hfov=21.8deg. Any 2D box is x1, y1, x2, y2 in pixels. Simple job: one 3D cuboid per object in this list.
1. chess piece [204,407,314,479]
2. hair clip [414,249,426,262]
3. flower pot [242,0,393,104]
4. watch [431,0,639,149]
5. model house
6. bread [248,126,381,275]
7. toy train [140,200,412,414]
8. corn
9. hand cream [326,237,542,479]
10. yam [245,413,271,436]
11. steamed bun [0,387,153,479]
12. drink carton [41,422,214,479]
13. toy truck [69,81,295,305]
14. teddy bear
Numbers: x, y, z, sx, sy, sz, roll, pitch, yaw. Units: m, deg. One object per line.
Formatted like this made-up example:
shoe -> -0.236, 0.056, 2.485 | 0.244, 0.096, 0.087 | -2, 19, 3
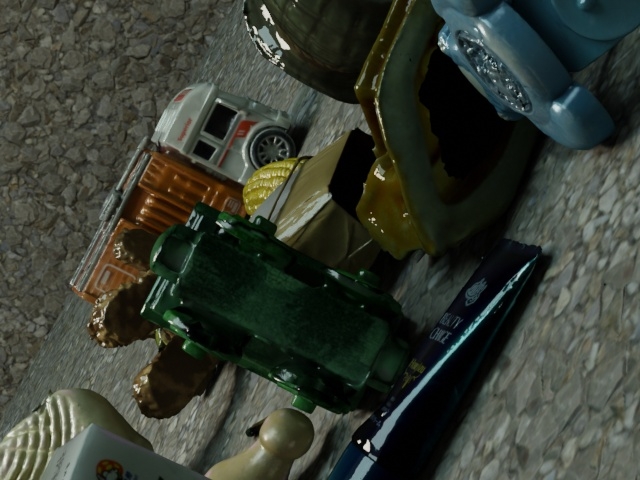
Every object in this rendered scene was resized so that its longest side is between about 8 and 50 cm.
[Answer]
chess piece -> -0.107, 0.301, 1.682 | 0.307, 0.139, 0.124 | -56, 47, 11
hair clip -> 0.115, -0.029, 1.681 | 0.054, 0.022, 0.137 | -54, 18, 33
flower pot -> 0.067, -0.304, 1.876 | 0.213, 0.301, 0.302 | 120, 173, -69
watch -> 0.212, -0.204, 1.409 | 0.193, 0.211, 0.211 | -42, 14, -5
model house -> 0.096, -0.116, 1.601 | 0.268, 0.173, 0.239 | -63, 15, -12
bread -> 0.000, 0.000, 1.803 | 0.212, 0.142, 0.224 | -49, 10, 31
toy train -> -0.042, 0.068, 1.591 | 0.145, 0.266, 0.202 | -63, 4, -3
corn -> -0.041, -0.058, 2.120 | 0.093, 0.093, 0.244 | -64, 15, -7
hand cream -> 0.102, 0.115, 1.433 | 0.270, 0.061, 0.120 | -55, 10, -2
yam -> -0.062, 0.207, 1.879 | 0.107, 0.014, 0.014 | -36, 30, 59
steamed bun -> -0.309, 0.358, 2.017 | 0.320, 0.275, 0.206 | -53, -25, -11
drink carton -> -0.069, 0.263, 1.220 | 0.106, 0.315, 0.131 | -42, 24, 49
toy truck -> -0.204, -0.048, 2.425 | 0.388, 0.207, 0.173 | -63, 15, -3
teddy bear -> -0.214, 0.100, 2.176 | 0.222, 0.246, 0.296 | -17, 15, 45
